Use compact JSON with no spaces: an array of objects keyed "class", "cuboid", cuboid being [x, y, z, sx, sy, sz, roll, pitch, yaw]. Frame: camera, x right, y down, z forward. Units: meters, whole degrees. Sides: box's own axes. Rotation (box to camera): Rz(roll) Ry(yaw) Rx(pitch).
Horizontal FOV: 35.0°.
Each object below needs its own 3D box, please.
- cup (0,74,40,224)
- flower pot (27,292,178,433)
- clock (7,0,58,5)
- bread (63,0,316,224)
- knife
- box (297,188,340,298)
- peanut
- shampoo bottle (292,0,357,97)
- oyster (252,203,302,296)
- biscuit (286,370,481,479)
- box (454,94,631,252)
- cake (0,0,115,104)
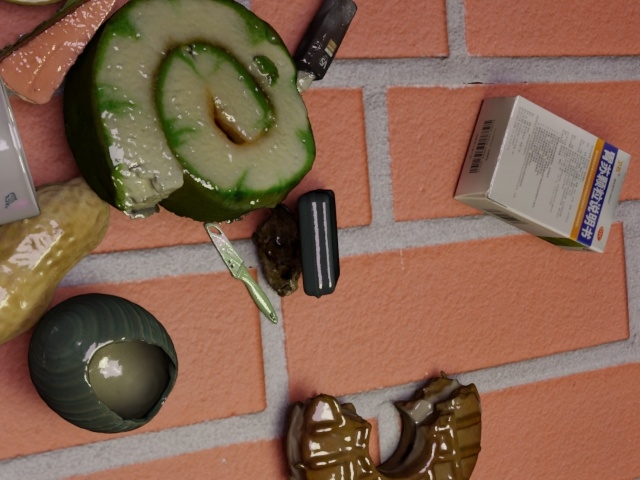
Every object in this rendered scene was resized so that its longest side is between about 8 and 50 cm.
[{"class":"cup","cuboid":[-0.539,-0.093,1.281,0.317,0.212,0.212,-16,99,-12]},{"class":"flower pot","cuboid":[-0.307,0.173,1.438,0.189,0.157,0.243,-60,145,-16]},{"class":"clock","cuboid":[-0.423,-0.446,1.441,0.237,0.057,0.237,0,90,-27]},{"class":"bread","cuboid":[-0.187,-0.181,1.488,0.366,0.129,0.382,47,56,-17]},{"class":"knife","cuboid":[-0.127,0.055,1.639,0.030,0.014,0.207,-39,107,-22]},{"class":"box","cuboid":[0.000,0.000,1.593,0.050,0.230,0.160,-4,94,4]},{"class":"peanut","cuboid":[-0.416,0.030,1.417,0.149,0.149,0.313,46,67,-22]},{"class":"shampoo bottle","cuboid":[-0.010,-0.310,1.667,0.057,0.063,0.207,37,73,-35]},{"class":"oyster","cuboid":[-0.066,0.012,1.623,0.056,0.105,0.177,-23,130,-28]},{"class":"biscuit","cuboid":[0.111,0.372,1.719,0.366,0.115,0.268,-4,92,-27]},{"class":"box","cuboid":[0.412,-0.119,1.871,0.299,0.106,0.200,22,82,-28]},{"class":"cake","cuboid":[-0.351,-0.282,1.425,0.225,0.109,0.090,-37,113,0]}]
